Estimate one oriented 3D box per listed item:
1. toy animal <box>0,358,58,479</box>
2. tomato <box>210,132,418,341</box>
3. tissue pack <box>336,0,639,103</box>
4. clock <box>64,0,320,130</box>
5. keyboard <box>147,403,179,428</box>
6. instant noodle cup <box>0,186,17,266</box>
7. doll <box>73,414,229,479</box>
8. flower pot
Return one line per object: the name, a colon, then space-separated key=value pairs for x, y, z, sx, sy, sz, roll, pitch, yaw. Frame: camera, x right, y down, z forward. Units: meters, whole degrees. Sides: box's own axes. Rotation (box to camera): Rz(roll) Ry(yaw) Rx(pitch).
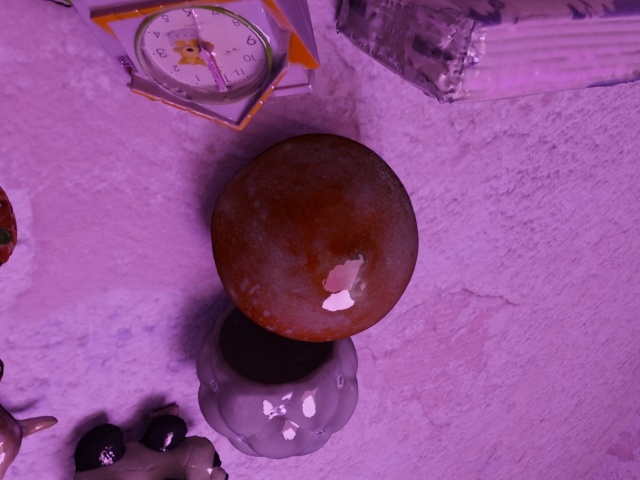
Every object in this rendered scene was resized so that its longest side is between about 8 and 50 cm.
toy animal: x=-0.436 y=0.215 z=0.861 sx=0.169 sy=0.121 sz=0.233 roll=-40 pitch=143 yaw=-22
tomato: x=0.000 y=0.000 z=0.917 sx=0.270 sy=0.222 sz=0.270 roll=-5 pitch=106 yaw=-18
tissue pack: x=0.217 y=-0.272 z=0.881 sx=0.344 sy=0.242 sz=0.125 roll=-12 pitch=131 yaw=-31
clock: x=-0.114 y=-0.232 z=0.662 sx=0.235 sy=0.166 sz=0.309 roll=-5 pitch=150 yaw=13
keyboard: x=-0.262 y=0.332 z=1.170 sx=0.055 sy=0.017 sz=0.166 roll=-15 pitch=132 yaw=-35
instant noodle cup: x=-0.421 y=0.028 z=0.631 sx=0.250 sy=0.250 sz=0.192 roll=7 pitch=127 yaw=-42
doll: x=-0.258 y=0.351 z=1.085 sx=0.234 sy=0.143 sz=0.135 roll=-5 pitch=151 yaw=-21
flower pot: x=-0.062 y=0.199 z=1.057 sx=0.246 sy=0.246 sz=0.195 roll=-24 pitch=140 yaw=-22
